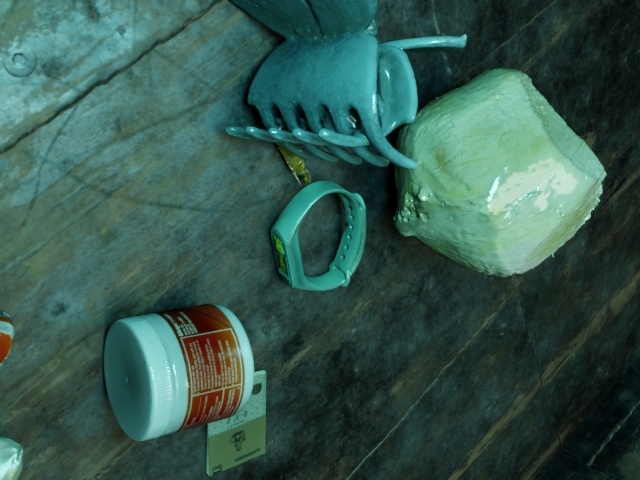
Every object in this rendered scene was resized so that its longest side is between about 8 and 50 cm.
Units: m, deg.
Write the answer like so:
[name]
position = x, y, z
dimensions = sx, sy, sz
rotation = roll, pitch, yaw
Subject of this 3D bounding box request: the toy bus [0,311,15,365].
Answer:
[toy bus]
position = -0.518, 0.132, 1.012
dimensions = 0.174, 0.077, 0.079
rotation = 20, 94, -42

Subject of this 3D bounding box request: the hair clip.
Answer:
[hair clip]
position = 0.021, -0.254, 1.137
dimensions = 0.392, 0.318, 0.238
rotation = 14, 90, -44

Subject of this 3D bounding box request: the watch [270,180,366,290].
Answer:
[watch]
position = 0.000, 0.000, 1.392
dimensions = 0.195, 0.068, 0.237
rotation = -26, 128, -25

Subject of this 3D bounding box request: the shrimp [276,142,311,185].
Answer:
[shrimp]
position = -0.040, -0.182, 1.326
dimensions = 0.095, 0.045, 0.162
rotation = -50, 130, -41

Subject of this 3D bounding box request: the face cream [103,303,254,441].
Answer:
[face cream]
position = -0.237, 0.215, 1.197
dimensions = 0.187, 0.201, 0.201
rotation = -7, 111, -38

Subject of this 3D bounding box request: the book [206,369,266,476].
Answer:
[book]
position = -0.168, 0.366, 1.440
dimensions = 0.138, 0.016, 0.198
rotation = -13, 115, -36

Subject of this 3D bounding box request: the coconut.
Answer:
[coconut]
position = 0.313, -0.114, 1.415
dimensions = 0.405, 0.405, 0.404
rotation = -16, 117, -35

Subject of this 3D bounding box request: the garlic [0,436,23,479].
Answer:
[garlic]
position = -0.585, 0.394, 1.037
dimensions = 0.318, 0.112, 0.143
rotation = -21, 97, -26
